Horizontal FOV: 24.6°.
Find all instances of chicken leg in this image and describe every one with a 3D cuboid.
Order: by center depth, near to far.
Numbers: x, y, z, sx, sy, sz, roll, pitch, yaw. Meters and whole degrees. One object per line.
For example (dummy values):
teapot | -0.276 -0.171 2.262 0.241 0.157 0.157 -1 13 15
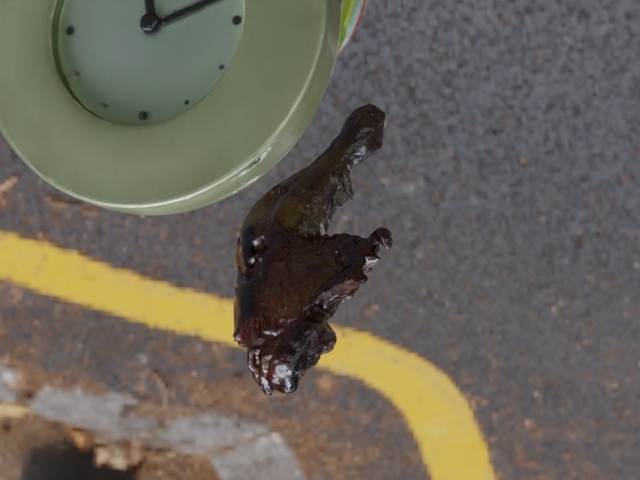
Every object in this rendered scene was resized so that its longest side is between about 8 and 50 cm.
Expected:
chicken leg | -0.010 0.004 1.316 0.177 0.322 0.083 -33 120 24

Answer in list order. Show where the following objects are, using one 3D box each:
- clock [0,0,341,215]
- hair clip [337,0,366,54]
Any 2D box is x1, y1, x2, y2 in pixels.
clock | -0.102 -0.131 0.905 0.235 0.235 0.029 -13 166 17
hair clip | -0.006 -0.136 1.064 0.033 0.188 0.060 27 177 -29
